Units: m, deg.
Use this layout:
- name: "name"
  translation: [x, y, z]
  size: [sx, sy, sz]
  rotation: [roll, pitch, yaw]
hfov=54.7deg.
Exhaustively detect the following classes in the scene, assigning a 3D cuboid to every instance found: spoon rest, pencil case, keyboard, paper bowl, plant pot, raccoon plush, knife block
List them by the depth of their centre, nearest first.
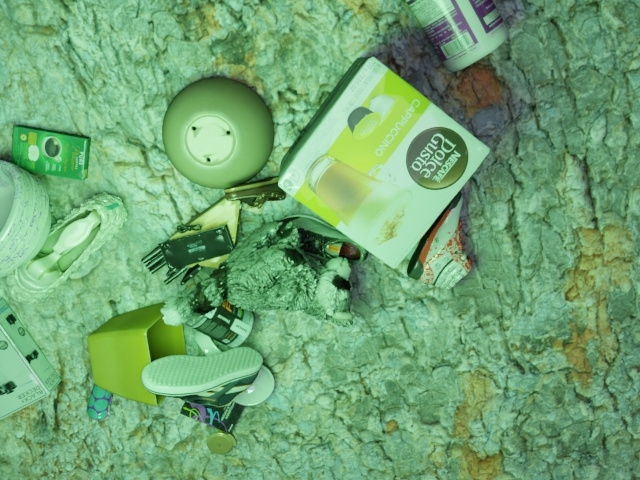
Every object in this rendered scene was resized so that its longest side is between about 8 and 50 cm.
- name: "plant pot"
  translation: [-0.256, -0.251, 1.508]
  size: [0.284, 0.191, 0.284]
  rotation: [-1, 105, -3]
- name: "paper bowl"
  translation: [-0.781, -0.041, 1.517]
  size: [0.284, 0.284, 0.148]
  rotation: [-38, 147, 7]
- name: "raccoon plush"
  translation: [-0.130, 0.147, 1.563]
  size: [0.447, 0.216, 0.299]
  rotation: [-26, 119, 14]
- name: "keyboard"
  translation: [-0.317, 0.003, 1.564]
  size: [0.180, 0.023, 0.108]
  rotation: [-16, 113, 3]
- name: "knife block"
  translation: [-0.336, -0.014, 1.615]
  size: [0.242, 0.088, 0.275]
  rotation: [9, 107, -4]
- name: "plant pot"
  translation: [-0.488, 0.294, 1.641]
  size: [0.187, 0.212, 0.212]
  rotation: [-2, 105, 11]
- name: "spoon rest"
  translation: [-0.244, 0.351, 1.720]
  size: [0.137, 0.084, 0.276]
  rotation: [-41, 102, 7]
- name: "pencil case"
  translation: [-0.603, 0.421, 1.730]
  size: [0.070, 0.064, 0.151]
  rotation: [21, 104, 8]

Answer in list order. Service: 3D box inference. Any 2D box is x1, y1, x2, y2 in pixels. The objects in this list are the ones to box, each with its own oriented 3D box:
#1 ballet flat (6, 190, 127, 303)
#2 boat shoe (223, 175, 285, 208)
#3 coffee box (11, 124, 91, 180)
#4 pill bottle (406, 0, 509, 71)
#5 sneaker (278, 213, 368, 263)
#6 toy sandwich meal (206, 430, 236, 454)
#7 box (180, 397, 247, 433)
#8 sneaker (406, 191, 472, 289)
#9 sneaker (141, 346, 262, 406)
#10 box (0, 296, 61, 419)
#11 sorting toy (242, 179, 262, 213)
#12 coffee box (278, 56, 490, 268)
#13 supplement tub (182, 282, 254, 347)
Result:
- name: "ballet flat"
  translation: [-0.676, 0.023, 1.590]
  size: [0.409, 0.147, 0.147]
  rotation: [-41, 103, 8]
- name: "boat shoe"
  translation: [-0.156, -0.116, 1.552]
  size: [0.073, 0.207, 0.073]
  rotation: [1, 103, 39]
- name: "coffee box"
  translation: [-0.683, -0.222, 1.571]
  size: [0.184, 0.040, 0.113]
  rotation: [8, 104, -4]
- name: "pill bottle"
  translation: [0.302, -0.569, 1.464]
  size: [0.169, 0.169, 0.301]
  rotation: [-33, 104, 6]
- name: "sneaker"
  translation: [0.000, 0.000, 1.629]
  size: [0.272, 0.108, 0.100]
  rotation: [12, 105, -4]
- name: "toy sandwich meal"
  translation: [-0.290, 0.586, 1.808]
  size: [0.086, 0.029, 0.085]
  rotation: [1, 111, 1]
- name: "box"
  translation: [-0.305, 0.475, 1.777]
  size: [0.162, 0.029, 0.116]
  rotation: [24, 102, -10]
- name: "sneaker"
  translation: [0.351, 0.004, 1.657]
  size: [0.145, 0.090, 0.270]
  rotation: [22, 106, -9]
- name: "sneaker"
  translation: [-0.300, 0.363, 1.571]
  size: [0.321, 0.126, 0.127]
  rotation: [-1, 123, -36]
- name: "box"
  translation: [-0.864, 0.320, 1.679]
  size: [0.169, 0.087, 0.289]
  rotation: [-26, 104, 4]
- name: "sorting toy"
  translation: [-0.176, -0.116, 1.638]
  size: [0.062, 0.012, 0.083]
  rotation: [17, 106, -2]
- name: "coffee box"
  translation: [0.130, -0.196, 1.464]
  size: [0.334, 0.338, 0.337]
  rotation: [36, 101, -11]
- name: "supplement tub"
  translation: [-0.281, 0.195, 1.635]
  size: [0.190, 0.117, 0.117]
  rotation: [35, 101, -31]
